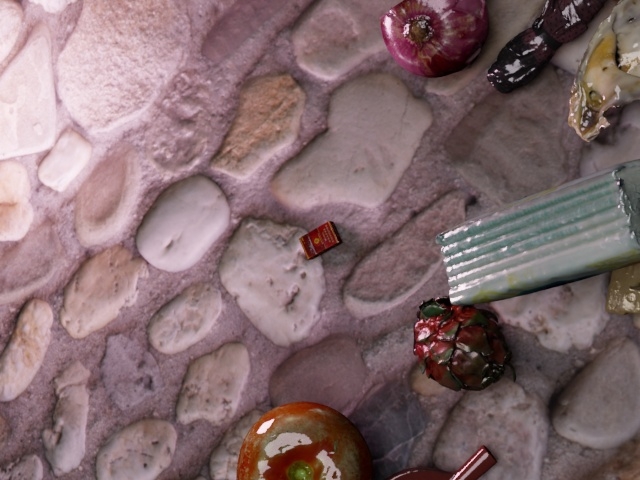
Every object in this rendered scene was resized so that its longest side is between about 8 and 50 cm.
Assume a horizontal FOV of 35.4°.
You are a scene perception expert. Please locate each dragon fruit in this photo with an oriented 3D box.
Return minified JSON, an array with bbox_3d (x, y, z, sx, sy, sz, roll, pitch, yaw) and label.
[{"bbox_3d":[0.264,0.199,1.896,0.182,0.182,0.189,-35,54,19],"label":"dragon fruit"}]

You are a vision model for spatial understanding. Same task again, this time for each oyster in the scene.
[{"bbox_3d":[0.576,-0.324,1.821,0.271,0.100,0.275,-10,70,22],"label":"oyster"}]

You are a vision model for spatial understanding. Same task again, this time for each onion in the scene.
[{"bbox_3d":[0.229,-0.409,1.954,0.207,0.200,0.201,-26,76,9],"label":"onion"}]

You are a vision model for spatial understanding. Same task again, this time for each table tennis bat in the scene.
[{"bbox_3d":[0.215,0.514,1.936,0.310,0.038,0.200,-44,94,5],"label":"table tennis bat"}]

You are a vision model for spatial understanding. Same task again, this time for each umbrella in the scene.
[{"bbox_3d":[0.441,-0.403,1.881,0.326,0.094,0.090,-46,26,26],"label":"umbrella"}]

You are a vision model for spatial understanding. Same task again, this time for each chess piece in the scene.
[{"bbox_3d":[0.572,0.038,1.814,0.090,0.090,0.200,12,99,26],"label":"chess piece"}]

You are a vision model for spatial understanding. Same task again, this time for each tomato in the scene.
[{"bbox_3d":[-0.029,0.456,1.989,0.270,0.222,0.270,0,82,2],"label":"tomato"}]

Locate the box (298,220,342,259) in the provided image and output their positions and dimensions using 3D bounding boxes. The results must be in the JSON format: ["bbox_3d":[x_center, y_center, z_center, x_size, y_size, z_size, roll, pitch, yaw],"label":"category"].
[{"bbox_3d":[0.000,0.000,2.113,0.082,0.023,0.051,-29,74,21],"label":"box"}]

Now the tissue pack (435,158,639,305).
[{"bbox_3d":[0.428,-0.013,1.697,0.388,0.287,0.162,-23,80,47],"label":"tissue pack"}]
